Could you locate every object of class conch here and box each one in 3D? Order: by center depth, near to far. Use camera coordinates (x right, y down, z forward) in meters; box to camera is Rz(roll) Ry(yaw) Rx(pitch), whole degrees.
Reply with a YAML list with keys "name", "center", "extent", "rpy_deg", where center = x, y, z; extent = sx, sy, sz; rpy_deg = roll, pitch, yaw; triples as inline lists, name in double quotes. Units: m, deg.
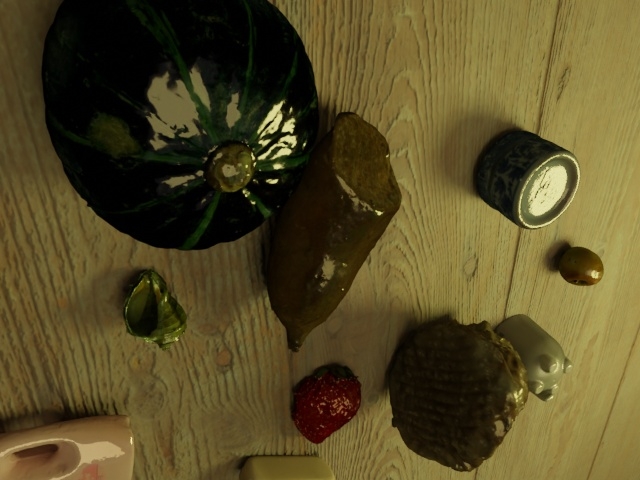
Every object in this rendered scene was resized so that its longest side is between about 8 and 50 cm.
- name: "conch"
  center: [-0.235, 0.103, 0.853]
  extent: [0.089, 0.074, 0.121]
  rpy_deg: [-32, 116, -54]

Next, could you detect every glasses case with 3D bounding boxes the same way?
- name: "glasses case"
  center: [-0.062, 0.458, 1.174]
  extent: [0.196, 0.083, 0.050]
  rpy_deg: [15, 112, -34]

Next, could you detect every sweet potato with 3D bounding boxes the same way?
- name: "sweet potato"
  center: [0.000, 0.000, 0.889]
  extent: [0.157, 0.158, 0.370]
  rpy_deg: [10, 120, -34]

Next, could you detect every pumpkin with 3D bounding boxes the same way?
- name: "pumpkin"
  center: [-0.140, -0.131, 0.660]
  extent: [0.315, 0.238, 0.316]
  rpy_deg: [-19, 128, -25]

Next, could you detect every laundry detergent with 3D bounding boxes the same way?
- name: "laundry detergent"
  center: [-0.445, 0.333, 0.868]
  extent: [0.334, 0.088, 0.159]
  rpy_deg: [-1, 120, -29]

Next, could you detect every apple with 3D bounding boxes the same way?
- name: "apple"
  center: [0.547, 0.056, 1.273]
  extent: [0.089, 0.089, 0.075]
  rpy_deg: [37, 78, -40]

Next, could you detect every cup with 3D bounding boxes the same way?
- name: "cup"
  center: [0.449, 0.272, 1.317]
  extent: [0.134, 0.142, 0.174]
  rpy_deg: [-5, 121, -28]

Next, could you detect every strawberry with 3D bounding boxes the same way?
- name: "strawberry"
  center: [0.011, 0.320, 1.142]
  extent: [0.146, 0.082, 0.187]
  rpy_deg: [8, 119, -26]

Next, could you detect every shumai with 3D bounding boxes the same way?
- name: "shumai"
  center: [0.315, 0.277, 1.149]
  extent: [0.262, 0.267, 0.314]
  rpy_deg: [-3, 161, -31]

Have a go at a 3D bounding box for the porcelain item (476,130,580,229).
- name: "porcelain item"
  center: [0.352, -0.105, 1.041]
  extent: [0.147, 0.114, 0.147]
  rpy_deg: [-16, 126, -23]
